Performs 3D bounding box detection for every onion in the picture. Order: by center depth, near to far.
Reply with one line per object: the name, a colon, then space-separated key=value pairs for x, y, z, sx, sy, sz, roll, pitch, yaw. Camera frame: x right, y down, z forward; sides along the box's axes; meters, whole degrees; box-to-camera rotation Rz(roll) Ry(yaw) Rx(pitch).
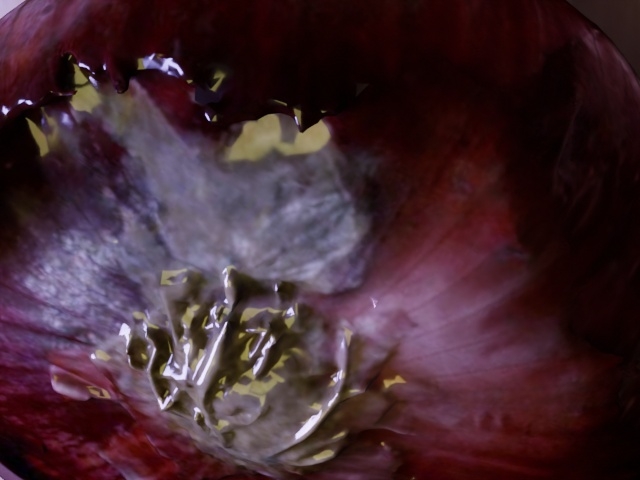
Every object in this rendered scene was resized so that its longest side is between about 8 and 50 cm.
onion: x=0.000 y=0.000 z=0.649 sx=0.272 sy=0.195 sz=0.272 roll=8 pitch=138 yaw=7
